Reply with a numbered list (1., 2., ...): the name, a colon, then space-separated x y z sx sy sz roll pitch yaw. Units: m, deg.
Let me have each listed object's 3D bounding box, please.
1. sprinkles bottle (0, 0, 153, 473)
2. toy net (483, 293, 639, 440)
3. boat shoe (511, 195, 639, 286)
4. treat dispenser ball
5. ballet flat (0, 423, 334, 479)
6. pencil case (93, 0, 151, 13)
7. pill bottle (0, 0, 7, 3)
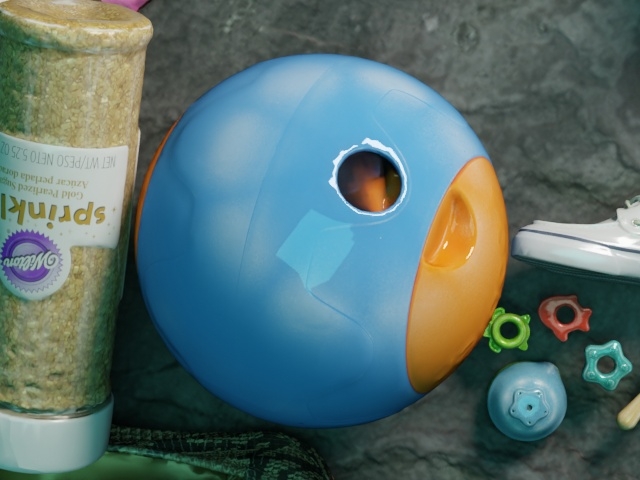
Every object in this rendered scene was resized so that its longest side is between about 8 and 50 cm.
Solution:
1. sprinkles bottle: -0.206 -0.004 1.363 0.121 0.121 0.355 9 107 4
2. toy net: 0.250 0.098 1.477 0.232 0.045 0.122 -8 93 4
3. boat shoe: 0.269 -0.001 1.455 0.226 0.083 0.076 9 84 -8
4. treat dispenser ball: 0.000 0.000 1.363 0.288 0.288 0.288 0 96 5
5. ballet flat: -0.226 0.218 1.457 0.482 0.182 0.164 1 93 5
6. pencil case: -0.137 -0.280 1.450 0.098 0.095 0.209 41 95 16
7. pill bottle: -0.333 -0.184 1.442 0.272 0.152 0.152 30 97 2
